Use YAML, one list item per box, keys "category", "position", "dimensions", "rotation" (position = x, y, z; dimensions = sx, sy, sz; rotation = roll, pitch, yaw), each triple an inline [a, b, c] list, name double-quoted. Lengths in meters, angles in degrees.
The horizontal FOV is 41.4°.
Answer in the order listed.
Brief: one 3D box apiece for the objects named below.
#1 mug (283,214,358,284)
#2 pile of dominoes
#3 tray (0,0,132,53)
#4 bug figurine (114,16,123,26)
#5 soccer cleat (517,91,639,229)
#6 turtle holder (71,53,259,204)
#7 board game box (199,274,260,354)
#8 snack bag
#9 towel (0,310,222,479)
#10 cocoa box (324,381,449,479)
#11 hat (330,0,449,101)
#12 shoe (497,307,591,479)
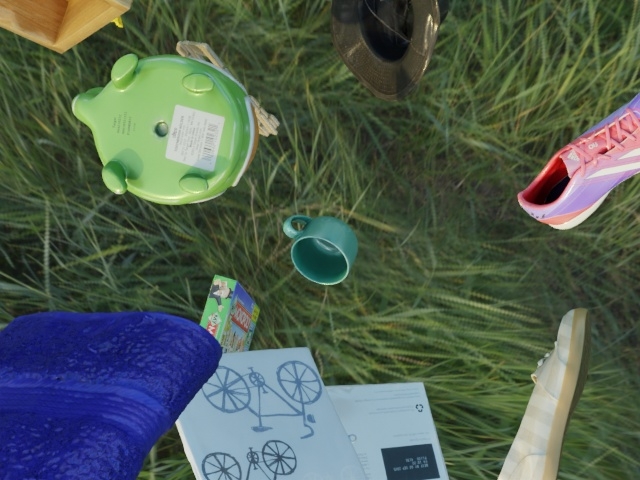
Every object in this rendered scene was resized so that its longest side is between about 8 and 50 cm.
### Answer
- category: "mug"
  position: [0.009, 0.003, 1.778]
  dimensions: [0.129, 0.158, 0.097]
  rotation: [-4, 36, 28]
- category: "pile of dominoes"
  position: [-0.181, -0.314, 1.693]
  dimensions: [0.040, 0.196, 0.251]
  rotation: [-47, 124, -10]
- category: "tray"
  position: [-0.391, -0.312, 0.782]
  dimensions: [0.411, 0.203, 0.076]
  rotation: [22, 76, -32]
- category: "bug figurine"
  position: [-0.438, -0.525, 1.538]
  dimensions: [0.072, 0.216, 0.279]
  rotation: [-14, 95, -3]
- category: "soccer cleat"
  position: [0.461, -0.143, 1.386]
  dimensions: [0.116, 0.318, 0.109]
  rotation: [15, 39, -38]
- category: "turtle holder"
  position: [-0.253, -0.175, 1.410]
  dimensions: [0.320, 0.227, 0.243]
  rotation: [-14, 92, 19]
- category: "board game box"
  position: [-0.183, 0.201, 1.612]
  dimensions: [0.046, 0.317, 0.214]
  rotation: [15, 78, 7]
- category: "snack bag"
  position: [-0.074, 0.320, 1.323]
  dimensions: [0.323, 0.037, 0.342]
  rotation: [2, 50, -43]
- category: "towel"
  position: [-0.231, 0.145, 0.625]
  dimensions: [0.227, 0.308, 0.076]
  rotation: [-6, 113, 19]
- category: "cocoa box"
  position: [0.043, 0.441, 1.744]
  dimensions: [0.347, 0.228, 0.231]
  rotation: [1, 61, -23]
- category: "hat"
  position: [0.154, -0.439, 1.600]
  dimensions: [0.134, 0.331, 0.331]
  rotation: [-22, 78, -31]
- category: "shoe"
  position: [0.240, 0.167, 0.895]
  dimensions: [0.058, 0.076, 0.219]
  rotation: [10, 65, 25]
